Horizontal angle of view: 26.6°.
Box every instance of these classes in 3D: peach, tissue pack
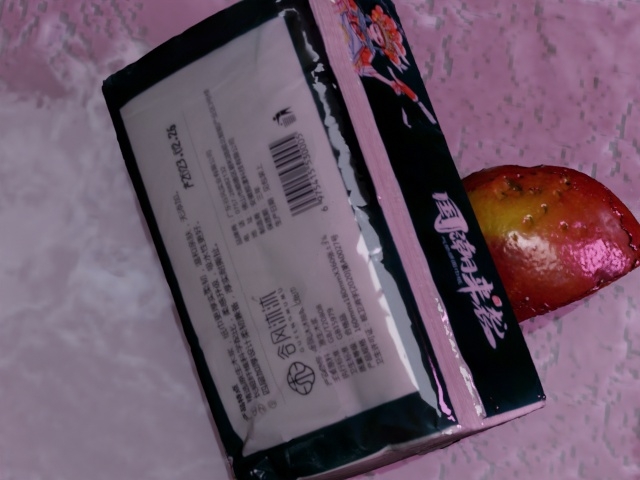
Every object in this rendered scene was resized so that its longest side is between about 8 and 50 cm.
[{"bbox_3d":[0.087,0.004,0.535,0.083,0.050,0.077,19,78,-3],"label":"peach"},{"bbox_3d":[0.000,0.001,0.499,0.103,0.090,0.170,-24,77,27],"label":"tissue pack"}]
